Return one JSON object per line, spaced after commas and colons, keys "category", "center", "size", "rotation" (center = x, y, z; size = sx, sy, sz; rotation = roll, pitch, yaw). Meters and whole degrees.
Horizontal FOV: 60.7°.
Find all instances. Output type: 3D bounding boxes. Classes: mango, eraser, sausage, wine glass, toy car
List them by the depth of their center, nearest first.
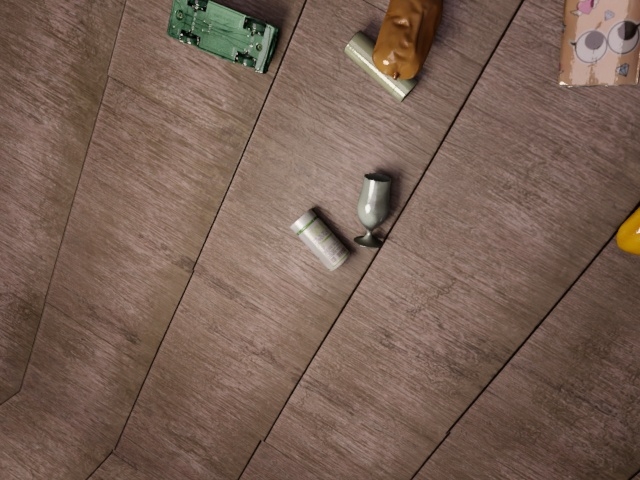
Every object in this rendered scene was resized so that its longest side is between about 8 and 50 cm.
{"category": "eraser", "center": [0.634, -0.497, 1.229], "size": [0.171, 0.087, 0.290], "rotation": [3, 111, 16]}
{"category": "mango", "center": [0.829, -0.038, 1.327], "size": [0.145, 0.112, 0.219], "rotation": [47, 128, -2]}
{"category": "sausage", "center": [0.210, -0.508, 1.330], "size": [0.136, 0.120, 0.241], "rotation": [23, 92, 7]}
{"category": "toy car", "center": [-0.265, -0.577, 1.497], "size": [0.321, 0.097, 0.141], "rotation": [25, 115, 10]}
{"category": "wine glass", "center": [0.148, -0.086, 1.543], "size": [0.093, 0.093, 0.202], "rotation": [13, 112, 14]}

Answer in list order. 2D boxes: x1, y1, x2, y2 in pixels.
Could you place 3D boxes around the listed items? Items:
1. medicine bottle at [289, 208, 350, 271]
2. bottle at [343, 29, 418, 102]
{"category": "medicine bottle", "center": [0.000, 0.000, 1.628], "size": [0.086, 0.086, 0.183], "rotation": [-40, 93, 26]}
{"category": "bottle", "center": [0.156, -0.450, 1.417], "size": [0.201, 0.072, 0.072], "rotation": [42, 117, 0]}
